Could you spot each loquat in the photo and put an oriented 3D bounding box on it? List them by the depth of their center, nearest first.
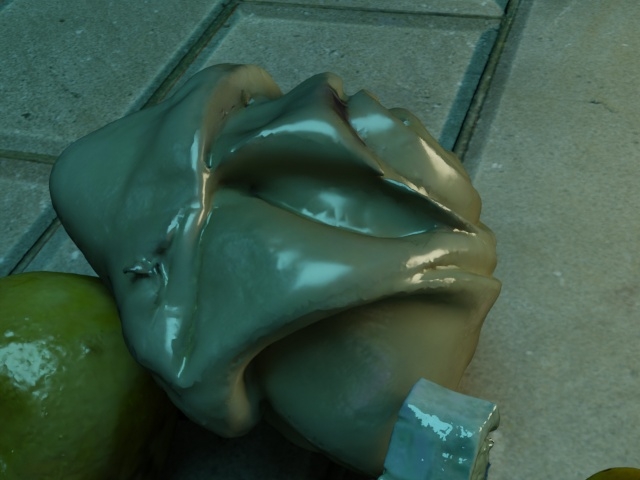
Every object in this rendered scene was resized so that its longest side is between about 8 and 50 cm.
[{"bbox_3d":[-0.235,0.136,0.690,0.244,0.244,0.244,-5,43,5],"label":"loquat"}]

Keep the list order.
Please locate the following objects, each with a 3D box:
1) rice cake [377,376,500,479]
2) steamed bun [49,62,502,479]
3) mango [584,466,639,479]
[{"bbox_3d":[0.038,0.254,0.529,0.066,0.063,0.336,13,77,23],"label":"rice cake"},{"bbox_3d":[0.000,0.000,0.696,0.255,0.342,0.367,-46,56,19],"label":"steamed bun"},{"bbox_3d":[0.216,0.241,0.611,0.103,0.076,0.161,13,50,16],"label":"mango"}]
